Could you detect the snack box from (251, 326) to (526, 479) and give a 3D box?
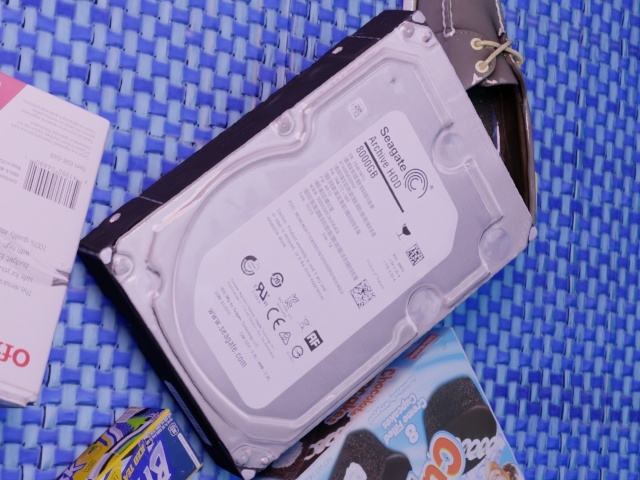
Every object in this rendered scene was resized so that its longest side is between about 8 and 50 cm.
[{"bbox_3d":[0.039,0.240,1.500,0.322,0.060,0.187,-42,115,-35],"label":"snack box"}]

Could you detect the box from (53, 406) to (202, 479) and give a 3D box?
[{"bbox_3d":[-0.170,0.199,1.322,0.169,0.054,0.059,-43,115,-33],"label":"box"}]

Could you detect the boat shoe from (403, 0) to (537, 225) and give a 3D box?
[{"bbox_3d":[0.143,-0.135,1.584,0.109,0.091,0.305,-5,92,-42],"label":"boat shoe"}]

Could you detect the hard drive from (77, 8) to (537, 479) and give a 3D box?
[{"bbox_3d":[0.000,0.000,1.419,0.339,0.064,0.237,-38,114,-20],"label":"hard drive"}]

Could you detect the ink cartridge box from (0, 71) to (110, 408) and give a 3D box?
[{"bbox_3d":[-0.256,-0.006,1.228,0.158,0.092,0.218,24,71,-38],"label":"ink cartridge box"}]
